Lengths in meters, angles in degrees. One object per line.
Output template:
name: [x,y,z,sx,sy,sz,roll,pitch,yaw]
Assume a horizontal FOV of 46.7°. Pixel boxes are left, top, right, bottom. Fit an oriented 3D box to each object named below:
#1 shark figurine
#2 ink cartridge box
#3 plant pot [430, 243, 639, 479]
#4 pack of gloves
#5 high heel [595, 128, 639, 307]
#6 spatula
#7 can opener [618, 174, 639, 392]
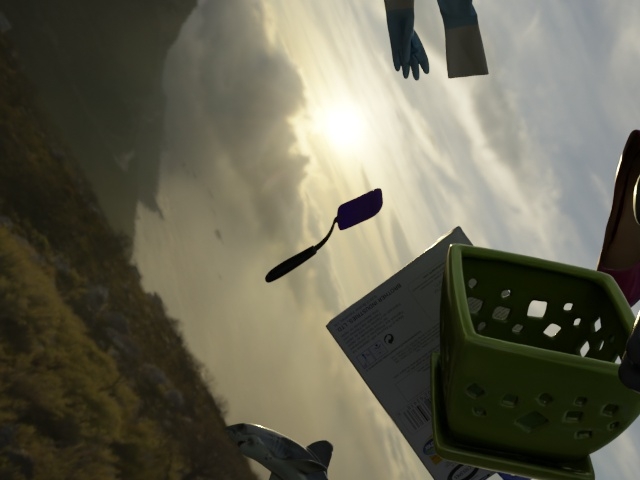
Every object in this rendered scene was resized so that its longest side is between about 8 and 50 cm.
shark figurine: [-0.007,0.365,1.111,0.116,0.166,0.278,-49,118,-50]
ink cartridge box: [0.229,0.218,1.186,0.396,0.270,0.151,54,4,10]
plant pot: [0.250,0.160,0.923,0.227,0.228,0.207,-78,179,-62]
pack of gloves: [0.194,-0.403,1.356,0.046,0.195,0.232,-35,120,-44]
high heel: [0.614,-0.033,1.518,0.181,0.377,0.127,34,-17,-34]
spatula: [0.000,0.000,1.406,0.030,0.296,0.084,38,29,-26]
can opener: [0.335,0.024,0.720,0.280,0.093,0.074,-57,150,-36]
